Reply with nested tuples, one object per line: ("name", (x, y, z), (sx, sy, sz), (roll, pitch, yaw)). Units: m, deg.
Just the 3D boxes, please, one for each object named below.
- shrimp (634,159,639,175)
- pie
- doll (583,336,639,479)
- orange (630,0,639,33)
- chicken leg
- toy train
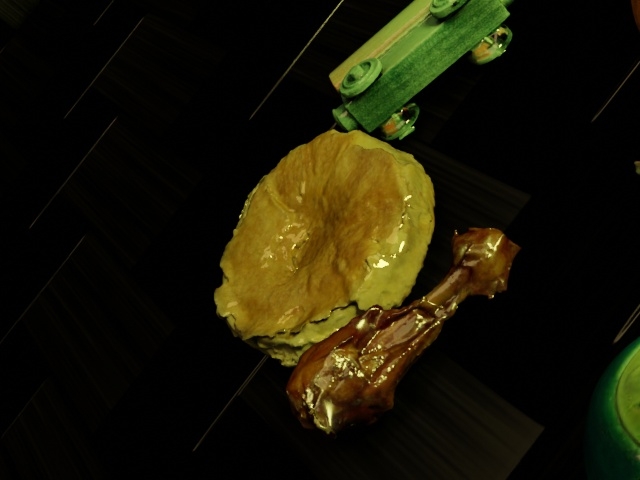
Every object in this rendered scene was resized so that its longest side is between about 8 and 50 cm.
("shrimp", (0.390, -0.053, 0.847), (0.059, 0.145, 0.254), (-56, 13, -11))
("pie", (0.000, 0.000, 1.229), (0.339, 0.083, 0.339), (-25, 43, 26))
("doll", (0.317, 0.127, 0.734), (0.198, 0.186, 0.322), (28, 61, 21))
("orange", (0.422, -0.264, 0.831), (0.340, 0.293, 0.340), (-35, 44, 42))
("chicken leg", (0.094, 0.101, 1.061), (0.304, 0.093, 0.113), (-39, 58, 2))
("toy train", (0.129, -0.256, 1.299), (0.285, 0.116, 0.177), (-40, 26, 15))
